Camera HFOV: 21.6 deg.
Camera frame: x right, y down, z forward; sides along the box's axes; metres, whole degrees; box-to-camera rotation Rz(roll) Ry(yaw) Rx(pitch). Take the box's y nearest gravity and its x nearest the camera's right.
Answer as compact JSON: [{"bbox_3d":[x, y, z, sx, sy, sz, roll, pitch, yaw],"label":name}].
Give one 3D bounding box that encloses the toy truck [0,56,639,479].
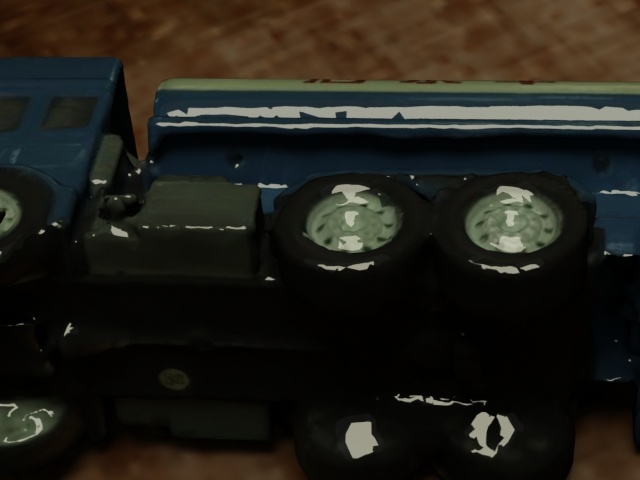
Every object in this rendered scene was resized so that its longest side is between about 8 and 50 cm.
[{"bbox_3d":[0.000,0.000,0.371,0.202,0.074,0.088,1,43,6],"label":"toy truck"}]
